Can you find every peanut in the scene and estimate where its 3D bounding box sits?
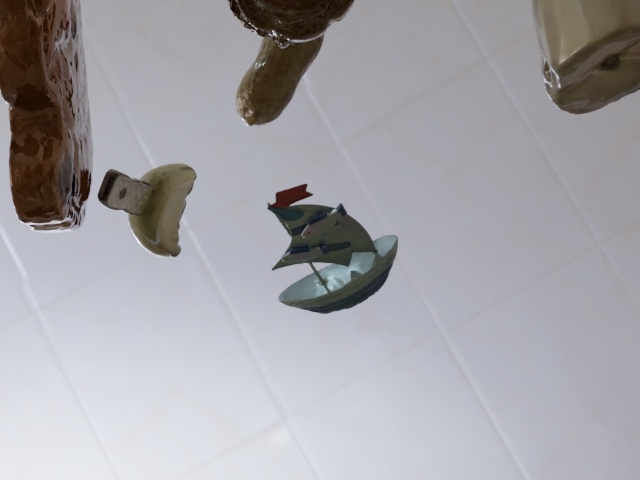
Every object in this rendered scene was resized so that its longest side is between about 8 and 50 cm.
[{"bbox_3d":[-0.062,-0.270,1.817,0.099,0.099,0.214,86,-152,-81],"label":"peanut"}]

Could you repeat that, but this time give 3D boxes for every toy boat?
[{"bbox_3d":[0.011,0.001,0.941,0.105,0.034,0.149,-11,-48,-8],"label":"toy boat"}]

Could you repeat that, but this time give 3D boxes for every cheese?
[{"bbox_3d":[-0.217,-0.046,1.459,0.127,0.050,0.235,-67,-18,1],"label":"cheese"}]

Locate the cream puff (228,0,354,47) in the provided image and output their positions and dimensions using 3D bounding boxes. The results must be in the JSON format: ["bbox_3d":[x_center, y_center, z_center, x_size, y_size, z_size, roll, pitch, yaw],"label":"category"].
[{"bbox_3d":[-0.030,-0.298,1.347,0.165,0.150,0.115,-9,-7,-11],"label":"cream puff"}]

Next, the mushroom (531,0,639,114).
[{"bbox_3d":[0.243,-0.327,0.994,0.325,0.353,0.353,-36,-9,8],"label":"mushroom"}]

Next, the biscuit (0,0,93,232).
[{"bbox_3d":[-0.293,-0.232,1.241,0.078,0.455,0.350,-6,22,-8],"label":"biscuit"}]
